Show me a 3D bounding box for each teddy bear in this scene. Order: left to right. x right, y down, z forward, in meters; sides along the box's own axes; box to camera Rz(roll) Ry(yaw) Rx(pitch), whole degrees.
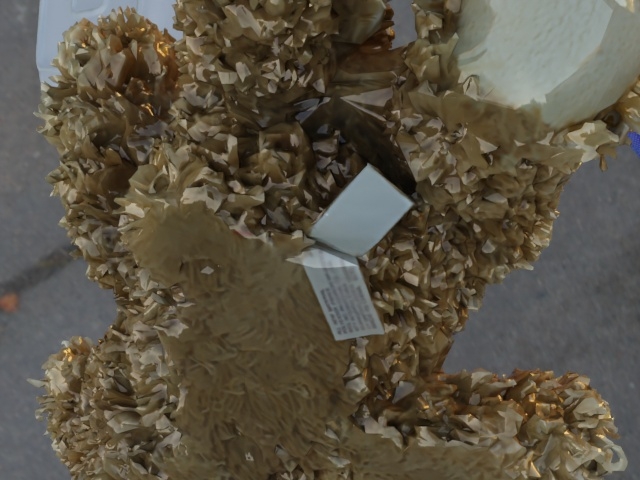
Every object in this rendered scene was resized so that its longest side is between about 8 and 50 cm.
[{"bbox_3d":[0.000,0.000,0.471,0.245,0.338,0.113,12,33,14],"label":"teddy bear"}]

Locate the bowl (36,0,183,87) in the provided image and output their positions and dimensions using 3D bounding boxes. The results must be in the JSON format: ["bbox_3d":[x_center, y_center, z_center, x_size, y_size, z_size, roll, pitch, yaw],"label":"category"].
[{"bbox_3d":[-0.111,-0.137,0.727,0.142,0.053,0.142,1,84,44],"label":"bowl"}]

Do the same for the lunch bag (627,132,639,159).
[{"bbox_3d":[0.351,0.054,0.632,0.239,0.328,0.385,-40,23,10],"label":"lunch bag"}]
